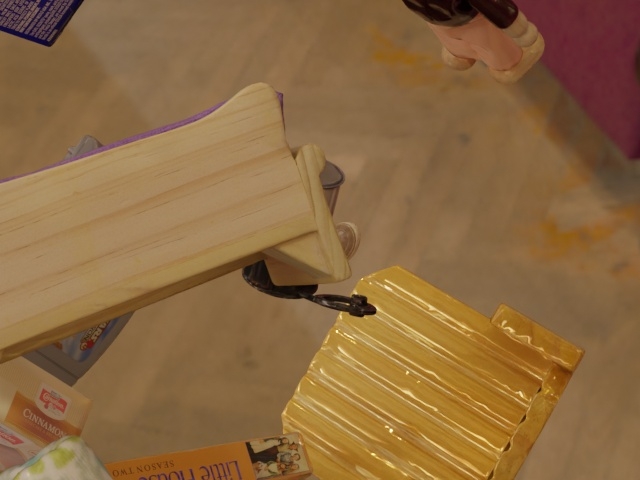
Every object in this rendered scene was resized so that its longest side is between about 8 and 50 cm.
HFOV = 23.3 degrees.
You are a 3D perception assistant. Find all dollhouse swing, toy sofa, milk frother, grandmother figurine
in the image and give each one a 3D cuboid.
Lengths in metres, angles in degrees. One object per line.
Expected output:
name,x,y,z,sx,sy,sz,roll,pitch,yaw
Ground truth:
dollhouse swing,0.107,0.207,1.894,0.305,0.315,0.347,31,92,10
toy sofa,-0.174,0.009,1.254,0.362,0.177,0.150,-22,5,-23
milk frother,0.000,0.000,1.604,0.143,0.135,0.129,11,26,-5
grandmother figurine,0.130,-0.262,1.637,0.207,0.342,0.104,10,82,20

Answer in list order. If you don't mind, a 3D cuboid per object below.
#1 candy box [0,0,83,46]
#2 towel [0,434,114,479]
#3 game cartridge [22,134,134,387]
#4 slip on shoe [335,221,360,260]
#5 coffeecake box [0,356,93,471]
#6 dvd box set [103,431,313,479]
candy box,-0.407,-0.360,1.573,0.122,0.317,0.268,-48,45,28
towel,-0.247,0.363,1.259,0.374,0.320,0.090,-30,11,25
game cartridge,-0.296,0.046,1.809,0.062,0.198,0.297,26,79,46
slip on shoe,-0.005,0.019,2.066,0.135,0.041,0.051,-30,76,32
coffeecake box,-0.326,0.154,1.434,0.185,0.142,0.068,-15,48,44
dvd box set,-0.258,0.322,1.810,0.420,0.307,0.062,-4,68,-40
